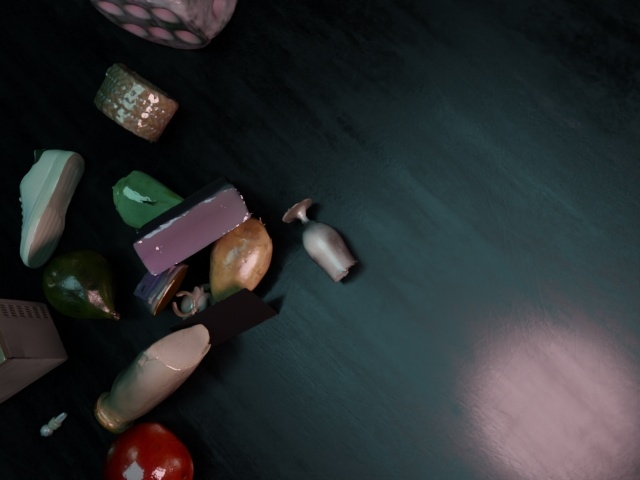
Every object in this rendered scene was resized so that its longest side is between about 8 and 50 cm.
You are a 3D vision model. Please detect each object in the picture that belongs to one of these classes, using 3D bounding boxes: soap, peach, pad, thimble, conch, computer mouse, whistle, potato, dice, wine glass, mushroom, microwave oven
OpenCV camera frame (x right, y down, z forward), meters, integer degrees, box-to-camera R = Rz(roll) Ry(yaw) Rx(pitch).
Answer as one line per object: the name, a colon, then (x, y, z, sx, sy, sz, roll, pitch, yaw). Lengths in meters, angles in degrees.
soap: (-0.326, -0.050, 1.755, 0.286, 0.296, 0.107, -33, 105, -3)
peach: (-0.448, 0.591, 1.787, 0.244, 0.199, 0.243, -2, 76, 9)
pad: (-0.252, 0.210, 1.801, 0.243, 0.163, 0.004, -27, 50, 13)
thimble: (-0.524, -0.388, 1.939, 0.229, 0.196, 0.148, 35, 95, 17)
conch: (-0.479, -0.093, 1.942, 0.251, 0.137, 0.143, 37, 67, 0)
computer mouse: (-0.420, 0.119, 1.818, 0.072, 0.310, 0.158, 36, 77, -19)
whistle: (-0.769, 0.530, 1.981, 0.100, 0.035, 0.035, -41, 73, 7)
potato: (-0.210, 0.053, 1.818, 0.162, 0.128, 0.234, 2, 91, -6)
dice: (-0.427, -0.746, 1.887, 0.328, 0.330, 0.347, 15, 89, 19)
wine glass: (0.000, 0.000, 1.777, 0.103, 0.103, 0.222, -39, 76, 9)
mushroom: (-0.452, 0.368, 1.794, 0.137, 0.154, 0.407, 46, 115, 1)
microwave oven: (-0.955, 0.327, 1.934, 0.355, 0.286, 0.218, -33, 74, 12)

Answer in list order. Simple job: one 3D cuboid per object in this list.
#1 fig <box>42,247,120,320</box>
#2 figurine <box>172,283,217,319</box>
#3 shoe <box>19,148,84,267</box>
fig: (-0.647, 0.136, 1.914, 0.245, 0.195, 0.195, 35, 94, 27)
figurine: (-0.331, 0.173, 1.828, 0.132, 0.154, 0.132, -3, 82, 17)
shoe: (-0.839, -0.107, 2.039, 0.160, 0.132, 0.362, 17, 84, 18)
